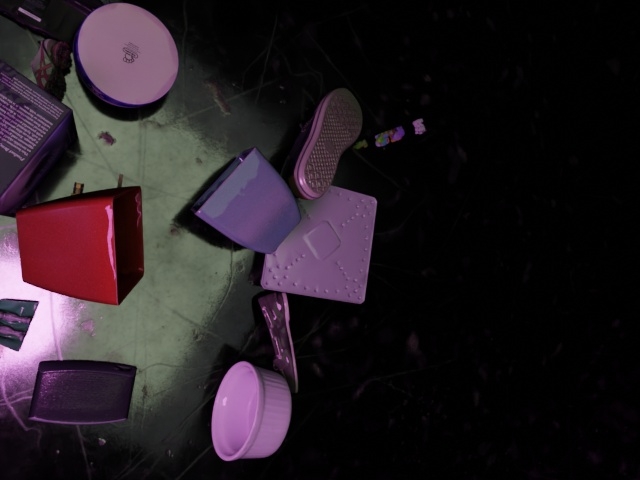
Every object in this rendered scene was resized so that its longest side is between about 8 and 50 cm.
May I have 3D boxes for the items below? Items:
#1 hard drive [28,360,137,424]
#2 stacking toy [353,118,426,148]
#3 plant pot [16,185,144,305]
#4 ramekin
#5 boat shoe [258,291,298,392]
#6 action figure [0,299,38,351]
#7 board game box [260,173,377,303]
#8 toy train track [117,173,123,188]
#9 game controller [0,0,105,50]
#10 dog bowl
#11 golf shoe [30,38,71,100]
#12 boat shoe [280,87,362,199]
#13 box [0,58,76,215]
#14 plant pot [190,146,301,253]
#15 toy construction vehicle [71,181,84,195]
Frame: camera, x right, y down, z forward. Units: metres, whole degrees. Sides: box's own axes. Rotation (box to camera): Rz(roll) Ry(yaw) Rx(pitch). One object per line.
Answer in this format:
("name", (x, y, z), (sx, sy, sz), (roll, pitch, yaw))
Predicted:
("hard drive", (-0.660, 0.430, 1.274), (0.254, 0.054, 0.172), (11, 85, -25))
("stacking toy", (0.250, -0.372, 1.645), (0.221, 0.167, 0.052), (-24, 100, -24))
("plant pot", (-0.612, -0.001, 1.176), (0.235, 0.267, 0.268), (2, 102, -8))
("ramekin", (-0.206, 0.517, 1.378), (0.135, 0.277, 0.277), (22, 81, -32))
("boat shoe", (-0.139, 0.338, 1.503), (0.095, 0.112, 0.335), (-8, 88, -8))
("action figure", (-0.879, 0.196, 1.167), (0.232, 0.063, 0.137), (20, 79, -23))
("board game box", (0.000, 0.000, 1.578), (0.389, 0.050, 0.390), (12, 81, -25))
("toy train track", (-0.588, -0.152, 1.331), (0.048, 0.014, 0.083), (7, 81, -18))
("game controller", (-0.759, -0.653, 1.231), (0.319, 0.067, 0.167), (26, 94, -23))
("dog bowl", (-0.540, -0.511, 1.272), (0.264, 0.104, 0.265), (-8, 104, -32))
("golf shoe", (-0.742, -0.452, 1.236), (0.085, 0.067, 0.186), (11, 87, 4))
("boat shoe", (0.002, -0.329, 1.522), (0.187, 0.156, 0.500), (44, 53, -30))
("box", (-0.755, -0.222, 1.096), (0.182, 0.296, 0.294), (37, 76, -21))
("plant pot", (-0.203, -0.098, 1.363), (0.252, 0.247, 0.248), (42, 83, -18))
("toy construction vehicle", (-0.659, -0.110, 1.284), (0.085, 0.035, 0.098), (12, 85, -25))
